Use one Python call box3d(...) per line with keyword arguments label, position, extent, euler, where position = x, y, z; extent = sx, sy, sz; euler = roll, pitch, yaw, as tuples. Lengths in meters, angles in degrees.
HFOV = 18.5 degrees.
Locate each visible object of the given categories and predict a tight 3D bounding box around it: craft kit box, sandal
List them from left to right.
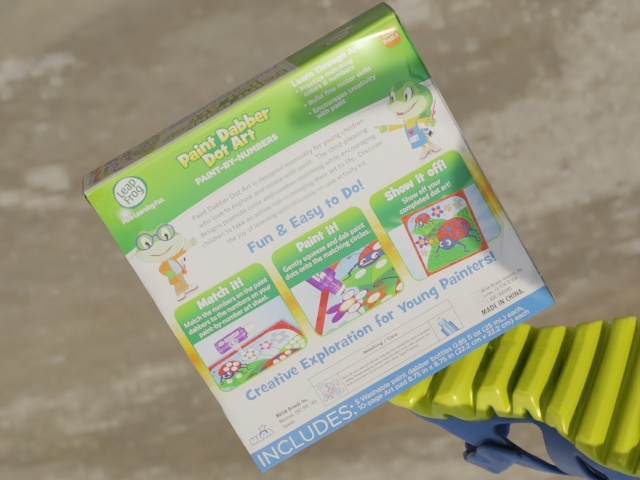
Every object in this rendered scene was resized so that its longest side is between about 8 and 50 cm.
box3d(label="craft kit box", position=(0.000, 0.000, 1.385), extent=(0.250, 0.247, 0.061), euler=(-30, -160, 2))
box3d(label="sandal", position=(0.197, 0.129, 1.465), extent=(0.317, 0.126, 0.138), euler=(14, 152, 38))
